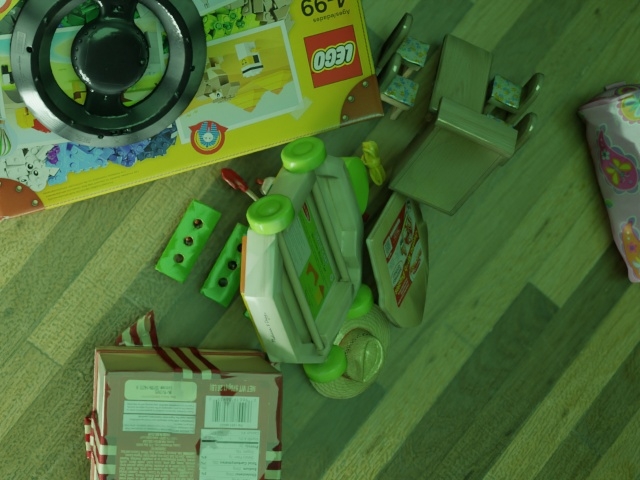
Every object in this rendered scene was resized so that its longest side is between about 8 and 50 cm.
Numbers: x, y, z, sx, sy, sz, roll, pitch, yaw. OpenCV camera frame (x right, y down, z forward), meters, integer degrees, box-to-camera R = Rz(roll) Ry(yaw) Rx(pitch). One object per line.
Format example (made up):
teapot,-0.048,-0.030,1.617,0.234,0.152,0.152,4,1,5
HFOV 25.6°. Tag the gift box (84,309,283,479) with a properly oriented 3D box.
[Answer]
gift box,-0.165,0.237,1.788,0.255,0.258,0.276,7,90,-12

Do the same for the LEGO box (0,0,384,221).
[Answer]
LEGO box,-0.214,-0.281,1.758,0.500,0.193,0.372,-17,110,-11

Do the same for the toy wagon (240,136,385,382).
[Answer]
toy wagon,0.000,0.000,1.791,0.068,0.344,0.267,0,130,24

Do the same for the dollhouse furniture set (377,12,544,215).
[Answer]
dollhouse furniture set,0.187,-0.183,1.853,0.212,0.161,0.242,23,55,-11

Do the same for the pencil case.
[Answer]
pencil case,0.452,-0.084,1.980,0.124,0.124,0.284,-20,94,-10

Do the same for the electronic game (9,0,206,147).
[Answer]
electronic game,-0.245,-0.217,1.636,0.229,0.048,0.229,-8,117,-16

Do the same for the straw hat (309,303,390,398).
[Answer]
straw hat,0.054,0.156,1.906,0.144,0.061,0.144,-9,109,-30

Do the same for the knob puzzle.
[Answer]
knob puzzle,0.105,0.033,1.902,0.030,0.213,0.213,-1,92,24

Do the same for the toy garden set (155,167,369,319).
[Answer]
toy garden set,-0.070,0.006,1.912,0.244,0.049,0.204,29,87,-10
